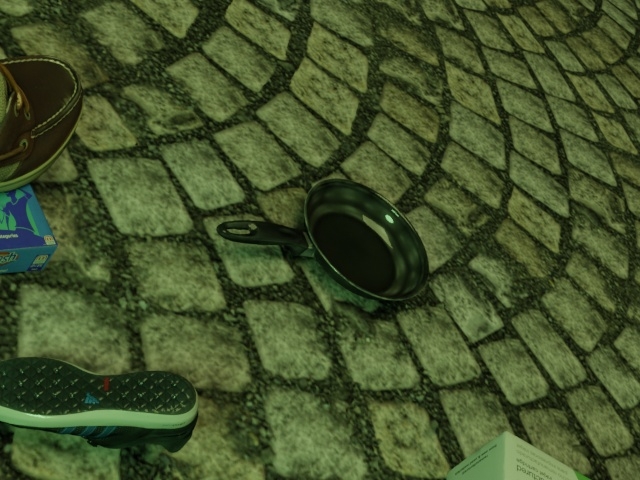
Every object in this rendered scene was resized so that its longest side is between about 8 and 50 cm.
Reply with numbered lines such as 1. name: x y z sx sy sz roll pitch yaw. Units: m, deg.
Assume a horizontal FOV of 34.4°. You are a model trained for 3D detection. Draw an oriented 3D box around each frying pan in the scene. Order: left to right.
1. frying pan: 0.020 0.022 1.312 0.197 0.053 0.326 50 39 10

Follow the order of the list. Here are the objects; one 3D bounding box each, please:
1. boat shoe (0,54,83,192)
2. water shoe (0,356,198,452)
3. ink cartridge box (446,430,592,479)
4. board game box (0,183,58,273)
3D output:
1. boat shoe: -0.327 -0.119 0.988 0.123 0.123 0.342 44 36 2
2. water shoe: -0.214 0.161 0.944 0.203 0.080 0.073 7 40 -5
3. ink cartridge box: 0.236 0.378 1.097 0.201 0.117 0.278 31 38 -15
4. board game box: -0.376 -0.060 1.031 0.160 0.047 0.210 -6 57 -46
